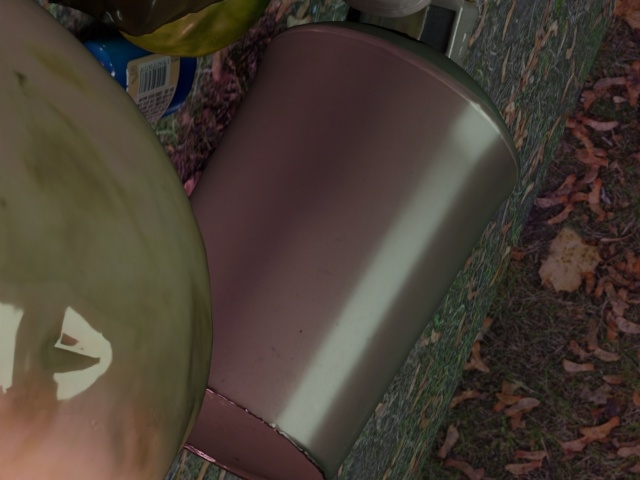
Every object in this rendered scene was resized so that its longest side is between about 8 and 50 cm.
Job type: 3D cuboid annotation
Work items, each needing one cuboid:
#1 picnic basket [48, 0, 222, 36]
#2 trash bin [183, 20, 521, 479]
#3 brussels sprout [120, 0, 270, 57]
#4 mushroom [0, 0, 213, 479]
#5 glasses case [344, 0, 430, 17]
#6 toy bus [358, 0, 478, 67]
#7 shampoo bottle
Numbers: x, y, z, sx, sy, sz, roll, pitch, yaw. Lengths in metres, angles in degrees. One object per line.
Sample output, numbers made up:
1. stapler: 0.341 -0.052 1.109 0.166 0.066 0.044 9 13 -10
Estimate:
1. picnic basket: -0.097 -0.286 0.990 0.321 0.291 0.254 -35 141 -42
2. trash bin: 0.000 0.000 1.600 0.432 0.280 0.280 -60 159 -21
3. brussels sprout: -0.098 -0.232 1.293 0.162 0.144 0.180 9 116 -37
4. mushroom: -0.219 0.028 0.841 0.353 0.325 0.353 -60 166 -24
5. glasses case: 0.111 -0.362 1.804 0.297 0.113 0.075 -62 158 -24
6. toy bus: 0.074 -0.123 1.897 0.097 0.138 0.342 -17 122 -71
7. shampoo bottle: -0.161 -0.126 1.350 0.183 0.050 0.087 -32 141 -63
